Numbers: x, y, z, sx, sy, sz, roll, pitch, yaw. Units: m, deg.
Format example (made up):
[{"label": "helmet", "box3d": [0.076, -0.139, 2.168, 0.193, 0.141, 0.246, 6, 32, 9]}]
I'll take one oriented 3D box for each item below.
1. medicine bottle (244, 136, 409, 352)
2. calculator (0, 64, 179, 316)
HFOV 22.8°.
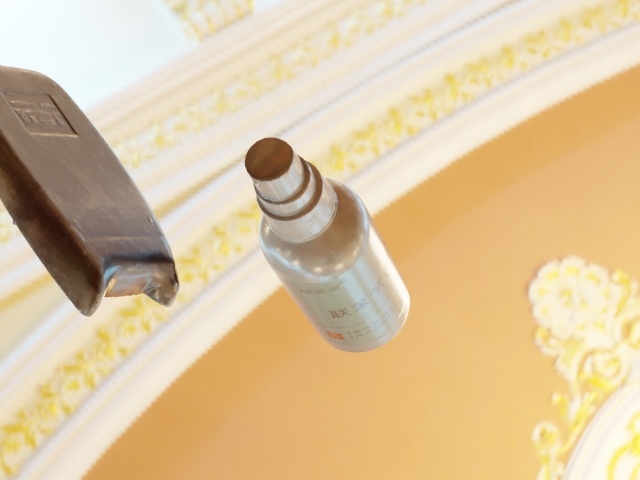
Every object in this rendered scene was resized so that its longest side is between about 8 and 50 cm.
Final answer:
[{"label": "medicine bottle", "box3d": [0.000, 0.000, 1.547, 0.110, 0.352, 0.110, -6, -116, 13]}, {"label": "calculator", "box3d": [-0.224, -0.054, 1.372, 0.268, 0.040, 0.177, 54, -158, 14]}]
